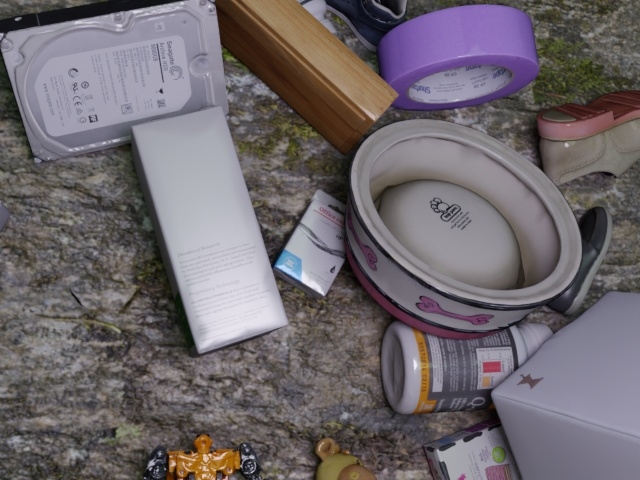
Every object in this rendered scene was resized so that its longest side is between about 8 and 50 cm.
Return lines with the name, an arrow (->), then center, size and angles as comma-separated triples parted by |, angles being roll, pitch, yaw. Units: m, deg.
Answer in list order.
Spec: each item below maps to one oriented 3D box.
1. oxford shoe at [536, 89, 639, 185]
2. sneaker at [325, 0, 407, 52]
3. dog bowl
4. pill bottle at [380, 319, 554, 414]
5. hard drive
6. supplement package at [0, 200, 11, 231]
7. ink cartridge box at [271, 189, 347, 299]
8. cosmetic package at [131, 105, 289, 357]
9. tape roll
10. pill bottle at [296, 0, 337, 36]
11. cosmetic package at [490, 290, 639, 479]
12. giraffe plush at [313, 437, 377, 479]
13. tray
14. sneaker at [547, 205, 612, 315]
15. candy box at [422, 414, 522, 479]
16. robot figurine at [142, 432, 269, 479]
oxford shoe -> 0.585, -0.205, 1.579 | 0.397, 0.140, 0.146 | -13, 114, -19
sneaker -> 0.064, -0.461, 1.470 | 0.226, 0.163, 0.086 | 42, 76, -1
dog bowl -> 0.219, -0.013, 1.355 | 0.408, 0.150, 0.408 | 11, 48, -12
pill bottle -> 0.256, 0.211, 1.389 | 0.278, 0.162, 0.162 | -1, 80, -12
hard drive -> -0.327, -0.270, 1.320 | 0.339, 0.237, 0.064 | -15, 41, -16
supplement package -> -0.601, -0.051, 1.273 | 0.179, 0.105, 0.105 | 28, 75, -6
ink cartridge box -> 0.000, 0.000, 1.422 | 0.104, 0.060, 0.180 | 31, 74, -6
cosmetic package -> -0.185, -0.008, 1.313 | 0.155, 0.197, 0.365 | -17, 82, -14
tape roll -> 0.239, -0.314, 1.422 | 0.275, 0.275, 0.090 | -5, 81, -14
pill bottle -> -0.052, -0.427, 1.465 | 0.108, 0.108, 0.180 | -33, 89, -16
cosmetic package -> 0.536, 0.337, 1.260 | 0.329, 0.327, 0.393 | -33, 110, -27
giraffe plush -> 0.030, 0.429, 1.318 | 0.210, 0.181, 0.170 | 19, 61, 26
tray -> -0.067, -0.331, 1.394 | 0.411, 0.203, 0.076 | 43, 74, -2
sneaker -> 0.459, 0.018, 1.511 | 0.118, 0.083, 0.222 | 26, 76, -6
candy box -> 0.316, 0.396, 1.415 | 0.233, 0.071, 0.159 | -17, 86, -16
robot figurine -> -0.185, 0.447, 1.249 | 0.211, 0.085, 0.291 | 3, 75, -17
